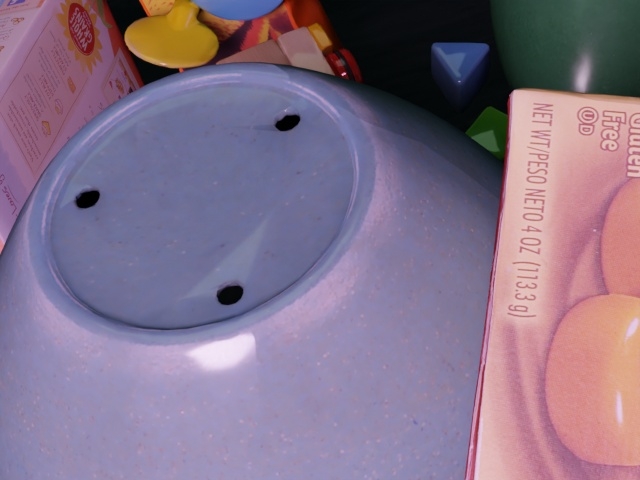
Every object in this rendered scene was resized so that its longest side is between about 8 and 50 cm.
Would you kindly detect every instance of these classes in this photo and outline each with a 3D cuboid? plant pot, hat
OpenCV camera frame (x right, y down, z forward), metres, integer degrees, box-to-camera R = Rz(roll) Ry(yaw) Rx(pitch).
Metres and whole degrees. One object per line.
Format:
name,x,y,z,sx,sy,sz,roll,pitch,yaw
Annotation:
plant pot,-0.021,0.042,0.765,0.290,0.195,0.290,-9,50,11
hat,0.115,-0.056,0.943,0.183,0.173,0.208,-60,20,-16

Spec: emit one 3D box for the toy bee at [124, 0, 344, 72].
toy bee,-0.084,-0.188,1.142,0.162,0.298,0.195,-7,12,16

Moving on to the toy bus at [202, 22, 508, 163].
toy bus,0.000,-0.011,1.001,0.191,0.104,0.202,16,61,14

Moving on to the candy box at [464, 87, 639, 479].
candy box,0.208,0.060,0.615,0.316,0.087,0.183,5,64,7

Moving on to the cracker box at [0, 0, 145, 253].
cracker box,-0.169,-0.048,1.120,0.067,0.156,0.232,-11,32,19
